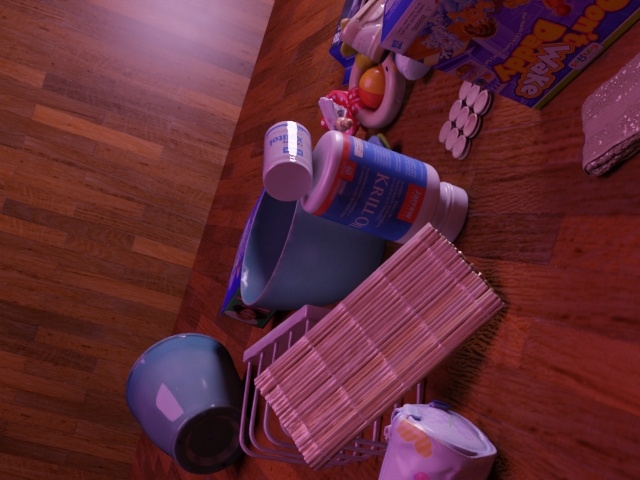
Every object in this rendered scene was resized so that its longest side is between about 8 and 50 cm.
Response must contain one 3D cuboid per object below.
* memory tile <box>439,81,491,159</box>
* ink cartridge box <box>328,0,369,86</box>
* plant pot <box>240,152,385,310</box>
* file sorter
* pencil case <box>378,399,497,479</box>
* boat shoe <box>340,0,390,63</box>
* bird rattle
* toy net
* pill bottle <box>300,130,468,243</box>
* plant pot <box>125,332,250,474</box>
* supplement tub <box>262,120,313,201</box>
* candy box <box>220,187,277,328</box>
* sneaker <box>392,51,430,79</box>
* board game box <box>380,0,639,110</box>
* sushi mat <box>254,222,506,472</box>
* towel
[{"bbox_3d":[0.228,-0.203,1.258,0.113,0.012,0.148,-111,42,-64],"label":"memory tile"},{"bbox_3d":[0.097,-0.533,1.922,0.165,0.065,0.332,-169,96,-73],"label":"ink cartridge box"},{"bbox_3d":[0.000,0.000,1.458,0.290,0.196,0.290,-163,90,-74],"label":"plant pot"},{"bbox_3d":[0.008,0.230,1.219,0.278,0.193,0.173,138,142,-59],"label":"file sorter"},{"bbox_3d":[0.099,0.324,0.947,0.113,0.124,0.273,-130,58,-70],"label":"pencil case"},{"bbox_3d":[0.139,-0.460,1.530,0.302,0.098,0.109,-59,-7,-23],"label":"boat shoe"},{"bbox_3d":[0.090,-0.303,1.618,0.207,0.143,0.253,49,124,52],"label":"bird rattle"},{"bbox_3d":[0.065,-0.194,1.585,0.232,0.045,0.122,57,161,38],"label":"toy net"},{"bbox_3d":[0.094,-0.067,1.183,0.124,0.222,0.124,-163,90,-74],"label":"pill bottle"},{"bbox_3d":[-0.284,0.392,1.901,0.255,0.272,0.271,41,113,55],"label":"plant pot"},{"bbox_3d":[-0.046,-0.113,1.164,0.107,0.071,0.071,-95,27,-50],"label":"supplement tub"},{"bbox_3d":[-0.111,0.016,1.869,0.317,0.122,0.268,124,161,-59],"label":"candy box"},{"bbox_3d":[0.189,-0.389,1.424,0.086,0.085,0.237,57,137,29],"label":"sneaker"},{"bbox_3d":[0.249,-0.308,0.914,0.347,0.234,0.078,132,151,-55],"label":"board game box"},{"bbox_3d":[0.069,0.129,1.038,0.316,0.019,0.151,-42,59,2],"label":"sushi mat"},{"bbox_3d":[0.325,-0.142,0.864,0.148,0.027,0.110,133,151,-55],"label":"towel"}]
